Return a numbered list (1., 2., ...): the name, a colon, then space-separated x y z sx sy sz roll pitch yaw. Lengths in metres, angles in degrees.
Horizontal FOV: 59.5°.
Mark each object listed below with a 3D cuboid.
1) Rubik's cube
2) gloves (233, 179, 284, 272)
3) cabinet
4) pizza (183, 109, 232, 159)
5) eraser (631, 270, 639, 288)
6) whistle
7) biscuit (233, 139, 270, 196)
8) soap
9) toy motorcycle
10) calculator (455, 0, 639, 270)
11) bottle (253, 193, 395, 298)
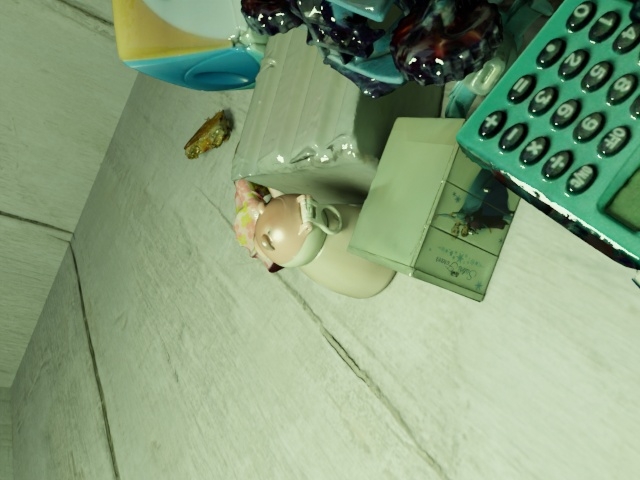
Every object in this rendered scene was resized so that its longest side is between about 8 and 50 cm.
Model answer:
1. Rubik's cube: -0.221 -0.534 1.238 0.351 0.351 0.348 2 94 27
2. gloves: -0.130 -0.060 1.178 0.241 0.126 0.145 54 151 17
3. cabinet: 0.165 -0.046 0.778 0.150 0.145 0.206 21 91 56
4. pizza: -0.314 -0.311 1.644 0.226 0.069 0.147 -18 38 45
5. eraser: 0.394 0.023 0.537 0.150 0.023 0.104 -51 39 25
6. whistle: 0.226 -0.262 0.769 0.186 0.093 0.274 -56 7 33
7. biscuit: -0.132 -0.209 1.336 0.220 0.066 0.221 -28 53 44
8. soap: 0.047 -0.291 1.002 0.350 0.212 0.436 -6 69 52
9. toy motorcycle: 0.079 -0.326 0.738 0.416 0.172 0.232 30 74 38
10. calculator: 0.309 -0.135 0.589 0.274 0.058 0.248 43 97 28
11. bottle: 0.000 0.000 0.900 0.147 0.236 0.148 -29 52 45
